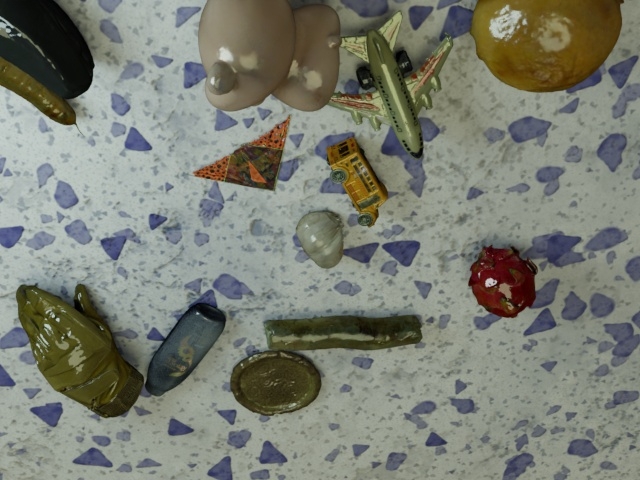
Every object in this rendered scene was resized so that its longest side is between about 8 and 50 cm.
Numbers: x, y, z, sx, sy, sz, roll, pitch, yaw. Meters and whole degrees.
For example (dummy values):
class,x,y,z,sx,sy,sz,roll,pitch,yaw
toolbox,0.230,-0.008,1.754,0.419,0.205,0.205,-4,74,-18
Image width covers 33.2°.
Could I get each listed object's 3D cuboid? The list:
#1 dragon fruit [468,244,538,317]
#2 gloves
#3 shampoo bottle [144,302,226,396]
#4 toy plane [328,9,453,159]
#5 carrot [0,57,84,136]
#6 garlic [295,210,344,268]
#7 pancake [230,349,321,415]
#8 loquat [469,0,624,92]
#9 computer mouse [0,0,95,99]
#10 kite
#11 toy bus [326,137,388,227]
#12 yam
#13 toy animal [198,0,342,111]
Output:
class,x,y,z,sx,sy,sz,roll,pitch,yaw
dragon fruit,0.357,0.089,2.078,0.136,0.133,0.166,-22,125,0
gloves,-0.464,0.209,2.047,0.154,0.141,0.331,-25,126,12
shampoo bottle,-0.277,0.221,2.139,0.087,0.049,0.234,27,119,-22
toy plane,0.123,-0.250,1.806,0.241,0.104,0.256,-23,128,2
carrot,-0.492,-0.263,1.738,0.078,0.078,0.298,-37,126,19
garlic,0.003,0.000,1.998,0.094,0.074,0.113,-27,111,24
pancake,-0.094,0.300,2.242,0.199,0.021,0.199,-3,128,-4
loquat,0.359,-0.342,1.717,0.238,0.193,0.238,-3,120,-4
computer mouse,-0.447,-0.332,1.644,0.269,0.138,0.086,35,124,-27
kite,-0.115,-0.130,1.927,0.222,0.008,0.125,-29,128,14
toy bus,0.070,-0.103,1.933,0.074,0.070,0.162,-27,125,10
yam,0.045,0.186,2.146,0.317,0.067,0.071,-2,135,-7
toy animal,-0.075,-0.296,1.684,0.221,0.210,0.229,-1,161,2
